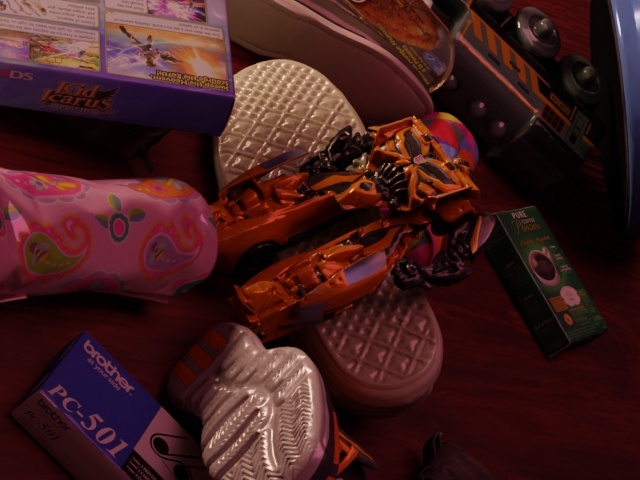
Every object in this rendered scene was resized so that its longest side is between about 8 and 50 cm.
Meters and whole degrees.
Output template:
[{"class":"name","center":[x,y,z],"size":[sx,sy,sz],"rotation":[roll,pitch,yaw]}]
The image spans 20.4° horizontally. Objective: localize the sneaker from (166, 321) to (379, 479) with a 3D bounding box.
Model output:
[{"class":"sneaker","center":[-0.012,0.180,1.503],"size":[0.180,0.124,0.321],"rotation":[45,0,-20]}]

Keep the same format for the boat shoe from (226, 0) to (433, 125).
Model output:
[{"class":"boat shoe","center":[0.009,-0.232,2.036],"size":[0.305,0.109,0.091],"rotation":[29,44,-25]}]

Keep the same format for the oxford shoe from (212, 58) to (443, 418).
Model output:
[{"class":"oxford shoe","center":[0.000,0.000,1.800],"size":[0.169,0.130,0.449],"rotation":[-18,57,-9]}]

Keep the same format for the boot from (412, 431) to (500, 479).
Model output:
[{"class":"boot","center":[0.154,0.320,1.702],"size":[0.263,0.091,0.229],"rotation":[53,33,6]}]

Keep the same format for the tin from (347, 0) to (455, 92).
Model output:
[{"class":"tin","center":[0.082,-0.258,2.159],"size":[0.189,0.106,0.040],"rotation":[50,-3,-5]}]

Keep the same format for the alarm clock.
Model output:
[{"class":"alarm clock","center":[-0.213,-0.162,1.740],"size":[0.192,0.064,0.129],"rotation":[40,34,-13]}]

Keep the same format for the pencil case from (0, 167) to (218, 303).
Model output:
[{"class":"pencil case","center":[-0.220,-0.002,1.526],"size":[0.284,0.124,0.124],"rotation":[0,59,-51]}]

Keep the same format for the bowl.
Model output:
[{"class":"bowl","center":[0.412,-0.185,2.323],"size":[0.391,0.077,0.391],"rotation":[-6,90,-87]}]

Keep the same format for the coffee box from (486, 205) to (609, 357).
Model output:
[{"class":"coffee box","center":[0.268,0.047,2.152],"size":[0.113,0.040,0.184],"rotation":[-12,69,-55]}]

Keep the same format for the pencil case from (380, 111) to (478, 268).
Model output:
[{"class":"pencil case","center":[0.111,-0.052,2.000],"size":[0.104,0.104,0.236],"rotation":[46,33,-10]}]

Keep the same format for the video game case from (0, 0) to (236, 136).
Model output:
[{"class":"video game case","center":[-0.223,-0.221,1.690],"size":[0.270,0.061,0.244],"rotation":[7,47,-17]}]

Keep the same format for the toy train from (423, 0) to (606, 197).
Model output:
[{"class":"toy train","center":[0.232,-0.210,2.277],"size":[0.334,0.142,0.190],"rotation":[43,43,-14]}]

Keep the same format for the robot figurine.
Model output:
[{"class":"robot figurine","center":[0.023,-0.019,1.681],"size":[0.291,0.085,0.211],"rotation":[-26,58,-19]}]

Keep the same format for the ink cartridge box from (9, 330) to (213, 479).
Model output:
[{"class":"ink cartridge box","center":[-0.157,0.182,1.490],"size":[0.207,0.046,0.097],"rotation":[46,32,-10]}]
